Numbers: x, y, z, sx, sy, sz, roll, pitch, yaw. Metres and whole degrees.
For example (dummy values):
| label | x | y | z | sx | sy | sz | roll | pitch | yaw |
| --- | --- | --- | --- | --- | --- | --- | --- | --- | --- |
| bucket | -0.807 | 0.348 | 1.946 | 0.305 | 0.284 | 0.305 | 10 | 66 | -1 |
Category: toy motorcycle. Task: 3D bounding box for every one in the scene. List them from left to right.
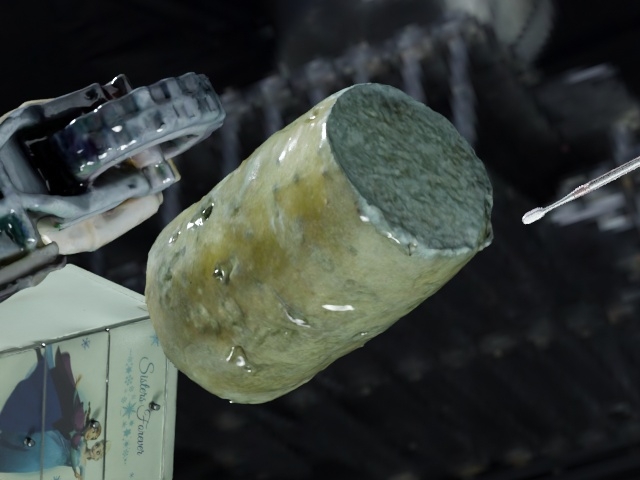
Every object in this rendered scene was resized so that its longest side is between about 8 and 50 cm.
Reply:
| label | x | y | z | sx | sy | sz | roll | pitch | yaw |
| --- | --- | --- | --- | --- | --- | --- | --- | --- | --- |
| toy motorcycle | -0.146 | -0.003 | 0.692 | 0.229 | 0.130 | 0.094 | -25 | -98 | -23 |

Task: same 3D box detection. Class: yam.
| label | x | y | z | sx | sy | sz | roll | pitch | yaw |
| --- | --- | --- | --- | --- | --- | --- | --- | --- | --- |
| yam | 0.000 | 0.000 | 0.911 | 0.107 | 0.194 | 0.107 | 13 | -118 | -26 |

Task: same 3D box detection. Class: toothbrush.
| label | x | y | z | sx | sy | sz | roll | pitch | yaw |
| --- | --- | --- | --- | --- | --- | --- | --- | --- | --- |
| toothbrush | 0.177 | -0.035 | 1.277 | 0.006 | 0.097 | 0.008 | 58 | -164 | -17 |

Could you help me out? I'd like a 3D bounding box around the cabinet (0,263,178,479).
| label | x | y | z | sx | sy | sz | roll | pitch | yaw |
| --- | --- | --- | --- | --- | --- | --- | --- | --- | --- |
| cabinet | -0.232 | 0.121 | 1.461 | 0.206 | 0.150 | 0.145 | -13 | -66 | -42 |
